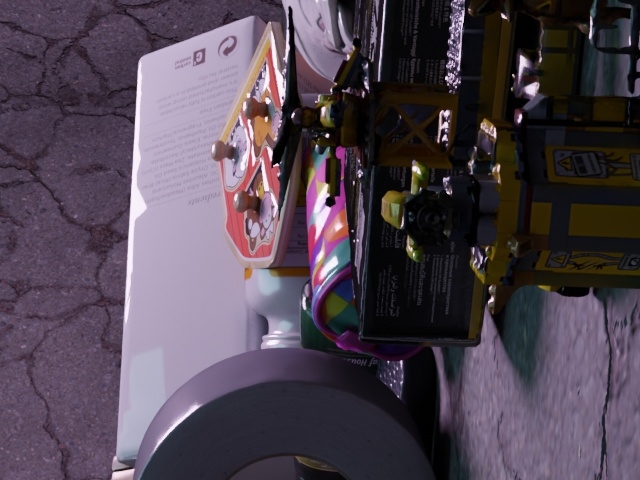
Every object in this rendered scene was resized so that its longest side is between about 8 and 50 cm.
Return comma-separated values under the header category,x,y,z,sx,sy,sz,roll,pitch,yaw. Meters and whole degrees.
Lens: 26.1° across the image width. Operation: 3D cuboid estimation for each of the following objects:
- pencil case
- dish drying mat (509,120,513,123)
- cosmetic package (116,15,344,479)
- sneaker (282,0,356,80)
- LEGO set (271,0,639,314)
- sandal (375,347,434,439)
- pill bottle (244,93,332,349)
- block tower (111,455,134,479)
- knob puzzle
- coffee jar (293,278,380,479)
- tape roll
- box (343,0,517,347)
category,x,y,z,sx,sy,sz,roll,pitch,yaw
pencil case,0.036,-0.007,1.064,0.236,0.104,0.104,-95,8,-59
dish drying mat,0.106,-0.031,0.731,0.083,0.008,0.032,-96,10,-58
cosmetic package,-0.072,0.027,1.439,0.230,0.161,0.453,36,-133,-50
sneaker,0.024,-0.195,1.157,0.305,0.114,0.152,102,170,-67
LEGO set,0.030,-0.136,0.558,0.255,0.192,0.331,-99,12,-68
sandal,0.057,0.199,1.071,0.097,0.054,0.255,-112,32,-61
pill bottle,0.000,0.000,1.251,0.136,0.136,0.246,126,145,-82
block tower,-0.155,0.219,1.460,0.091,0.097,0.335,40,-135,-45
knob puzzle,-0.060,-0.061,1.186,0.213,0.030,0.213,-176,90,-67
coffee jar,0.026,0.122,1.138,0.079,0.096,0.184,-91,4,-63
tape roll,-0.026,0.190,0.980,0.072,0.219,0.219,-105,18,-75
box,0.063,-0.135,0.839,0.257,0.079,0.322,-97,10,-68
